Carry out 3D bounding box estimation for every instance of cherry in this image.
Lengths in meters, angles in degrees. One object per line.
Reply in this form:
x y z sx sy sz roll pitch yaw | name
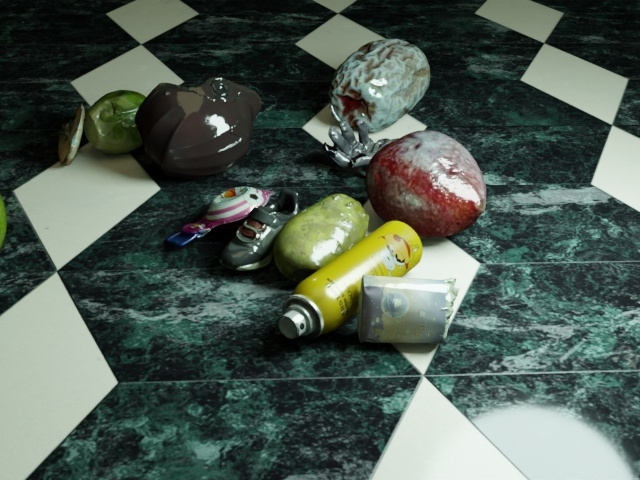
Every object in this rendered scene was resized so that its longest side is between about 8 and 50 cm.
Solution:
0.222 -0.112 1.788 0.230 0.203 0.300 -17 36 -33 | cherry

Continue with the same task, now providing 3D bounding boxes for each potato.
0.000 0.000 1.690 0.149 0.113 0.251 27 51 16 | potato

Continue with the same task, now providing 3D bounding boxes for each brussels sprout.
-0.492 -0.294 2.130 0.180 0.144 0.161 -13 72 -30 | brussels sprout

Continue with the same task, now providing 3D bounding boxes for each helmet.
-0.267 -0.240 1.986 0.305 0.225 0.177 -5 58 -14 | helmet

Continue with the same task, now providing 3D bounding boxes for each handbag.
0.152 0.121 1.488 0.173 0.117 0.095 1 20 -3 | handbag

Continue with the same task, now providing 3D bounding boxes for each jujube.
0.153 -0.413 2.280 0.226 0.226 0.317 19 41 27 | jujube

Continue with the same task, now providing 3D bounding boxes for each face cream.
0.051 0.077 1.568 0.105 0.105 0.348 23 38 31 | face cream

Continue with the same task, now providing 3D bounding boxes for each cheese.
-0.206 -0.052 1.798 0.244 0.062 0.155 -30 23 -23 | cheese

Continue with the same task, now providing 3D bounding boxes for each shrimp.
-0.598 -0.267 2.097 0.052 0.143 0.251 18 16 -27 | shrimp

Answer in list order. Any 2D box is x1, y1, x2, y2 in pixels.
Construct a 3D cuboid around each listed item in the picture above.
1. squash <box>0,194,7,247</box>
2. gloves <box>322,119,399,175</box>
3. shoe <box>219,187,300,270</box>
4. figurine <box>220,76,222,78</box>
-0.686 -0.028 1.572 0.310 0.310 0.309 12 25 17 | squash
0.144 -0.206 2.030 0.285 0.119 0.142 10 29 -14 | gloves
-0.115 -0.025 1.723 0.099 0.112 0.227 24 36 30 | shoe
-0.227 -0.341 2.190 0.114 0.144 0.178 -13 22 -32 | figurine
